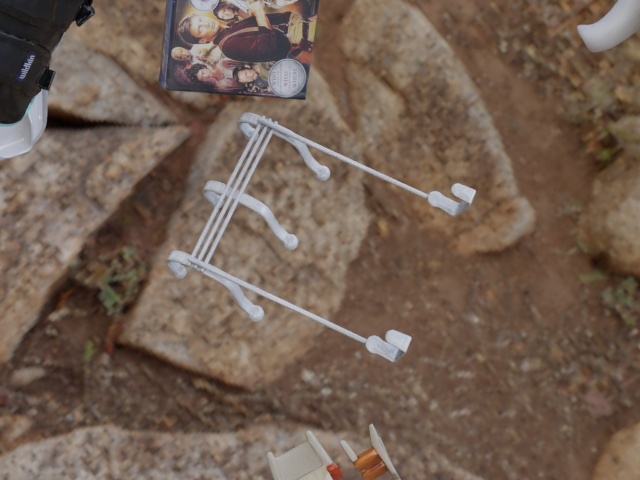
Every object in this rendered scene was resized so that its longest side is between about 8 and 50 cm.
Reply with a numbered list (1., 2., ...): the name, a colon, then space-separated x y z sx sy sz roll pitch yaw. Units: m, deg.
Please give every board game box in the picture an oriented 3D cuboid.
1. board game box: -0.083 -0.280 1.320 0.165 0.243 0.042 2 21 -17

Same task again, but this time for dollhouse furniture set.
1. dollhouse furniture set: -0.001 0.408 1.904 0.135 0.262 0.259 60 -3 27

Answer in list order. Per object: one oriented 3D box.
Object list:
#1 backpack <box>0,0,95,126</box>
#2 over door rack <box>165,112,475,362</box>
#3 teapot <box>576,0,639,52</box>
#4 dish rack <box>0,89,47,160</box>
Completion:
1. backpack: -0.285 -0.191 0.933 0.144 0.166 0.188 36 9 13
2. over door rack: 0.000 0.000 1.538 0.324 0.240 0.108 21 -22 10
3. teapot: 0.396 -0.194 1.074 0.252 0.187 0.256 31 -4 -4
4. dish rack: -0.372 -0.160 1.124 0.285 0.333 0.072 -22 57 -28
